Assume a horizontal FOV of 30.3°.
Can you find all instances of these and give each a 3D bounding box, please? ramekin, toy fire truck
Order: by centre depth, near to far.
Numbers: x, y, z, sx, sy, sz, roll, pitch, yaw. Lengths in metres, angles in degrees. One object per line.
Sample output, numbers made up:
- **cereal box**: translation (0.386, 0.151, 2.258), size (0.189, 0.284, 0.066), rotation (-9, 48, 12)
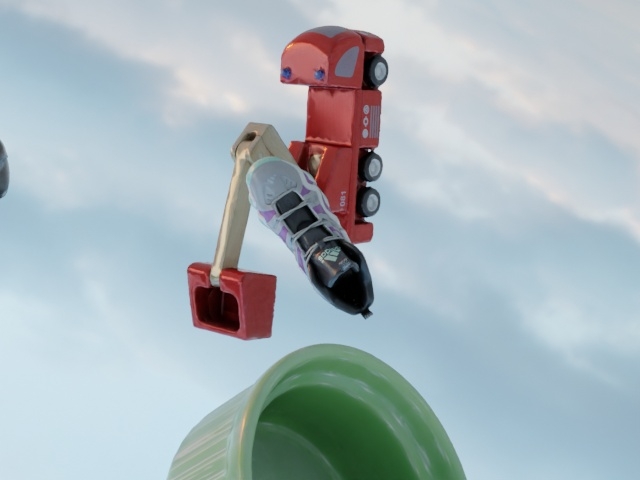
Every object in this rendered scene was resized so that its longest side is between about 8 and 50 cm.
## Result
- **toy fire truck**: translation (-0.018, -0.041, 0.746), size (0.047, 0.192, 0.135), rotation (10, -170, 38)
- **ramekin**: translation (-0.003, 0.264, 1.116), size (0.303, 0.148, 0.303), rotation (27, -132, -35)

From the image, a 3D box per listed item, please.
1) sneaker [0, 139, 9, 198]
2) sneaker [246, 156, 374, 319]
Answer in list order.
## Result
- **sneaker**: translation (-0.315, 0.015, 0.763), size (0.109, 0.286, 0.130), rotation (42, 169, 34)
- **sneaker**: translation (0.000, 0.000, 0.621), size (0.098, 0.038, 0.069), rotation (51, 178, -18)
